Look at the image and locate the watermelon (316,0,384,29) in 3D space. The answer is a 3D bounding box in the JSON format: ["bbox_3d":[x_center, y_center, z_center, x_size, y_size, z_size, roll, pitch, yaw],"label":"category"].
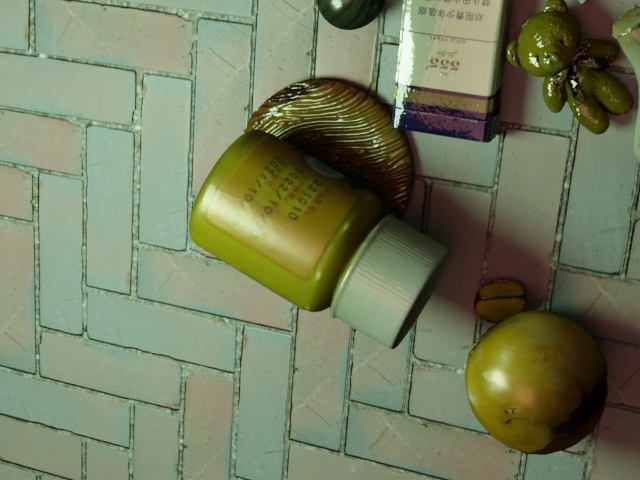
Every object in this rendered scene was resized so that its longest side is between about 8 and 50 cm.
[{"bbox_3d":[0.055,-0.394,1.758,0.105,0.105,0.133,52,134,0],"label":"watermelon"}]

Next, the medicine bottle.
[{"bbox_3d":[0.000,0.000,1.798,0.384,0.224,0.224,31,115,11],"label":"medicine bottle"}]

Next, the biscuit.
[{"bbox_3d":[0.006,-0.119,1.906,0.318,0.040,0.318,7,110,20],"label":"biscuit"}]

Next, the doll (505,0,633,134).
[{"bbox_3d":[0.384,-0.257,1.685,0.209,0.097,0.137,44,111,-2],"label":"doll"}]

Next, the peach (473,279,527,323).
[{"bbox_3d":[0.300,0.096,1.850,0.077,0.050,0.083,36,128,-18],"label":"peach"}]

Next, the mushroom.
[{"bbox_3d":[0.499,-0.209,1.655,0.096,0.099,0.278,-13,98,-3],"label":"mushroom"}]

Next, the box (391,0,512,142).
[{"bbox_3d":[0.207,-0.291,1.754,0.168,0.071,0.259,12,111,18],"label":"box"}]

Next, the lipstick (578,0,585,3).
[{"bbox_3d":[0.362,-0.414,1.675,0.129,0.030,0.030,48,117,1],"label":"lipstick"}]

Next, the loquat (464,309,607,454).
[{"bbox_3d":[0.345,0.225,1.777,0.235,0.235,0.235,7,109,20],"label":"loquat"}]
